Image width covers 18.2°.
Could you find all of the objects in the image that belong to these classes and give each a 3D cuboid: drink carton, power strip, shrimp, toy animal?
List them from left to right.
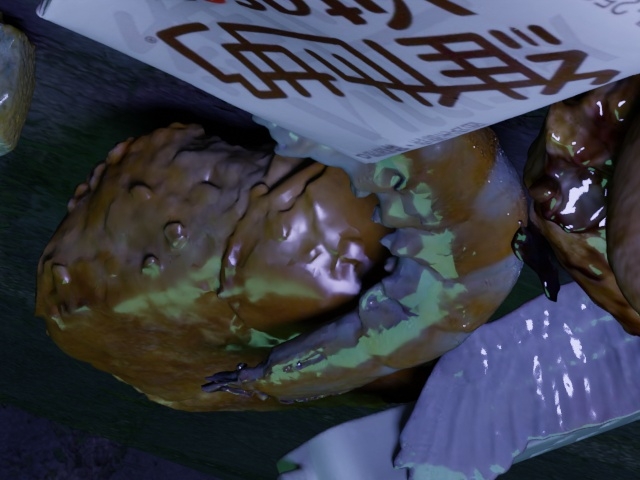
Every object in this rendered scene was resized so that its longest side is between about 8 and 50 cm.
[{"bbox_3d":[0.031,-0.005,1.205,0.185,0.068,0.287,12,131,4],"label":"shrimp"},{"bbox_3d":[0.028,-0.141,0.842,0.194,0.132,0.324,24,164,-21],"label":"drink carton"},{"bbox_3d":[0.130,0.126,1.393,0.385,0.062,0.091,-14,166,-34],"label":"power strip"},{"bbox_3d":[0.231,0.097,1.210,0.284,0.225,0.302,45,141,22],"label":"toy animal"}]

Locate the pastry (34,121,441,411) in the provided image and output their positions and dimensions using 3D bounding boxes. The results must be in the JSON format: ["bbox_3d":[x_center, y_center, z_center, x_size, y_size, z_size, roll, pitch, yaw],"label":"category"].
[{"bbox_3d":[-0.041,0.015,1.389,0.310,0.162,0.255,0,149,19],"label":"pastry"}]

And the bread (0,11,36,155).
[{"bbox_3d":[-0.256,-0.114,1.276,0.156,0.103,0.110,14,171,-16],"label":"bread"}]

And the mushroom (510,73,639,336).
[{"bbox_3d":[0.228,-0.016,0.880,0.283,0.263,0.195,6,131,8],"label":"mushroom"}]
